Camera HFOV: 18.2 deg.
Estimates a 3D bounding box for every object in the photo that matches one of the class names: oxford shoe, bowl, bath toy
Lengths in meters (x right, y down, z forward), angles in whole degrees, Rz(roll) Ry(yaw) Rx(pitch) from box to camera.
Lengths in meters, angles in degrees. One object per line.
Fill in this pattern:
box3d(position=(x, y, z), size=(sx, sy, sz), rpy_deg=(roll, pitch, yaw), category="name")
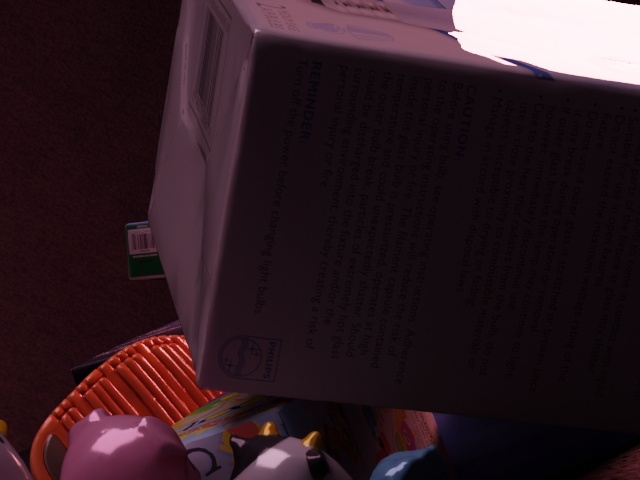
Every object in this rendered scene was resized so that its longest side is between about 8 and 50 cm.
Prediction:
box3d(position=(-0.093, 0.144, 1.577), size=(0.364, 0.130, 0.133), rpy_deg=(-23, -20, -44), category="oxford shoe")
box3d(position=(0.146, 0.129, 1.602), size=(0.391, 0.077, 0.391), rpy_deg=(-21, 1, 1), category="bowl")
box3d(position=(-0.100, 0.153, 1.108), size=(0.348, 0.129, 0.151), rpy_deg=(5, 18, 28), category="bath toy")

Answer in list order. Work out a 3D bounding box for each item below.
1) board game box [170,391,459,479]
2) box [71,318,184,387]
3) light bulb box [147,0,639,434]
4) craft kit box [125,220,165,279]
box3d(position=(-0.021, 0.167, 1.305), size=(0.142, 0.144, 0.275), rpy_deg=(-21, 1, 18), category="board game box")
box3d(position=(-0.042, 0.137, 2.000), size=(0.294, 0.182, 0.296), rpy_deg=(-21, 2, -35), category="box")
box3d(position=(0.089, -0.043, 1.328), size=(0.361, 0.225, 0.358), rpy_deg=(7, 16, -13), category="light bulb box")
box3d(position=(0.000, 0.000, 1.752), size=(0.250, 0.061, 0.247), rpy_deg=(-6, -1, 32), category="craft kit box")
